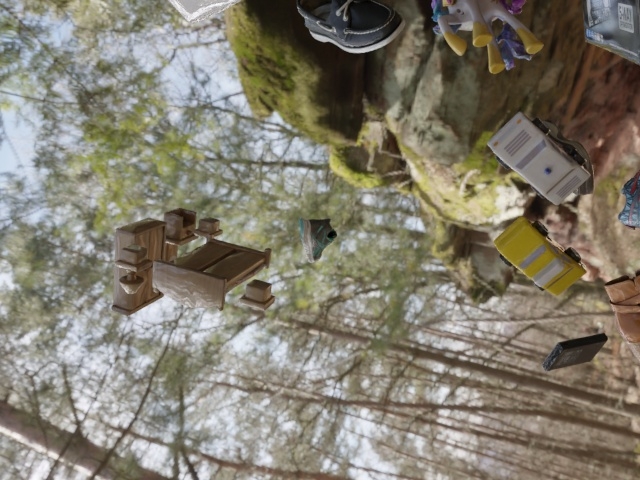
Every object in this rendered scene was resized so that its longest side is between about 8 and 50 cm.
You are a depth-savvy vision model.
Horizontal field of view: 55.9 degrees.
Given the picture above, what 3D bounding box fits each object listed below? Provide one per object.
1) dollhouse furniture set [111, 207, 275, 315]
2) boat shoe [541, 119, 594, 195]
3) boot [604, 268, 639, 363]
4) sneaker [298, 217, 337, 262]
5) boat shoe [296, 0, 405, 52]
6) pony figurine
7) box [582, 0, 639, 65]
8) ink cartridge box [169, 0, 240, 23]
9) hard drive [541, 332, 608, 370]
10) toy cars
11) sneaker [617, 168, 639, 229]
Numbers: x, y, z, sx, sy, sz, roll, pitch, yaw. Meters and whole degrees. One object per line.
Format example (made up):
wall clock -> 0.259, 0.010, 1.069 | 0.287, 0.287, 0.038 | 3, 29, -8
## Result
dollhouse furniture set -> -0.212, 0.083, 1.174 | 0.303, 0.356, 0.173 | -36, -42, -64
boat shoe -> 0.625, -0.211, 1.643 | 0.355, 0.130, 0.132 | -97, -12, -61
boot -> 0.554, 0.101, 0.924 | 0.152, 0.197, 0.073 | 65, -159, 2
sneaker -> 0.000, 0.000, 1.306 | 0.166, 0.076, 0.064 | 77, -176, -68
boat shoe -> 0.049, -0.458, 1.232 | 0.114, 0.303, 0.091 | -51, -50, -11
pony figurine -> 0.430, -0.617, 1.585 | 0.303, 0.351, 0.363 | -52, 50, 50
box -> 0.512, -0.443, 1.006 | 0.307, 0.077, 0.242 | -77, -28, -64
ink cartridge box -> -0.127, -0.441, 0.714 | 0.207, 0.117, 0.283 | 43, -117, -35
hard drive -> 0.596, 0.262, 1.412 | 0.094, 0.135, 0.022 | 103, 153, -42
toy cars -> 0.411, -0.044, 1.108 | 0.087, 0.177, 0.393 | -86, -15, -59
sneaker -> 0.804, -0.150, 1.501 | 0.125, 0.104, 0.261 | -15, 48, 63
